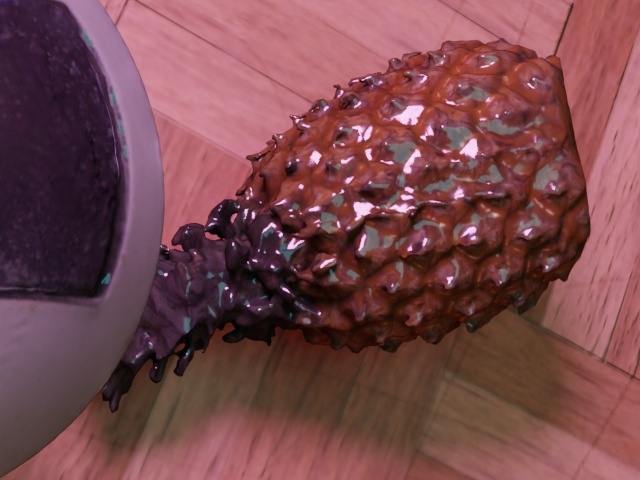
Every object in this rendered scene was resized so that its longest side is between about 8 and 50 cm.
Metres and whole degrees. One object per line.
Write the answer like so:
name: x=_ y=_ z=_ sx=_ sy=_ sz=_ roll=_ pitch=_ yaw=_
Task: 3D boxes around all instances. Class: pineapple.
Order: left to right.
pineapple: x=0.000 y=0.000 z=1.002 sx=0.362 sy=0.202 sz=0.202 roll=-22 pitch=91 yaw=-20

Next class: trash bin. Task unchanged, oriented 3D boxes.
trash bin: x=-0.260 y=-0.001 z=0.731 sx=0.280 sy=0.432 sz=0.280 roll=5 pitch=78 yaw=-26
